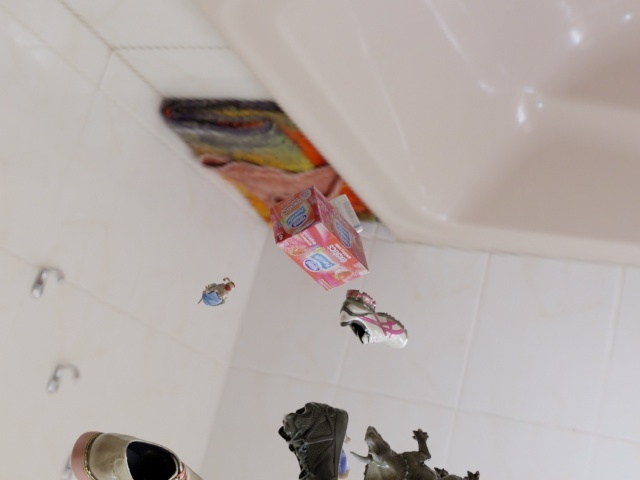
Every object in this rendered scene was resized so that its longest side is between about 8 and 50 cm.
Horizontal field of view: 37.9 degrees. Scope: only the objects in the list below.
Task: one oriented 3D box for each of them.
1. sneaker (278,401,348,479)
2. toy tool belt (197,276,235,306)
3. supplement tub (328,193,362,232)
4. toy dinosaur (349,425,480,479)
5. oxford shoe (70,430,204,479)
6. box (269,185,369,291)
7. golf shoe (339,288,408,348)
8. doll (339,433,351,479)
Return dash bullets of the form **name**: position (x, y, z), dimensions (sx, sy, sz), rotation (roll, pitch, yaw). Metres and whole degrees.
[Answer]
- **sneaker**: position (-0.027, 0.404, 1.747), dimensions (0.130, 0.228, 0.087), rotation (24, 145, -19)
- **toy tool belt**: position (-0.215, 0.111, 1.912), dimensions (0.083, 0.051, 0.052), rotation (-25, 95, 46)
- **supplement tub**: position (0.059, -0.060, 2.454), dimensions (0.071, 0.107, 0.071), rotation (-25, 176, -2)
- **toy dinosaur**: position (0.191, 0.439, 1.645), dimensions (0.313, 0.160, 0.121), rotation (36, 125, 4)
- **oxford shoe**: position (-0.329, 0.501, 1.919), dimensions (0.146, 0.141, 0.397), rotation (-10, 149, 31)
- **box**: position (0.000, 0.000, 2.254), dimensions (0.128, 0.123, 0.257), rotation (-25, 140, 17)
- **golf shoe**: position (0.101, 0.174, 1.841), dimensions (0.067, 0.086, 0.186), rotation (-5, 144, 48)
- **doll**: position (0.004, 0.432, 1.972), dimensions (0.129, 0.046, 0.189), rotation (-7, 125, 12)
